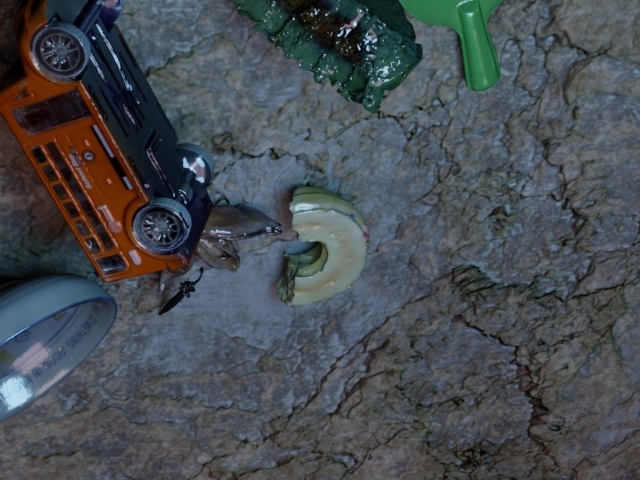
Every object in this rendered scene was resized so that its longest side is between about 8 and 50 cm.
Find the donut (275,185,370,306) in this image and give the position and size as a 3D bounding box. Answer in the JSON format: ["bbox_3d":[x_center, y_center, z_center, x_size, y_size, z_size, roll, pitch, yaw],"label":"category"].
[{"bbox_3d":[0.004,0.002,1.944,0.108,0.065,0.166,-6,128,-14],"label":"donut"}]

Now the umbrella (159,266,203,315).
[{"bbox_3d":[-0.171,0.069,1.928,0.022,0.022,0.149,21,146,-17],"label":"umbrella"}]

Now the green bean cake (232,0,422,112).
[{"bbox_3d":[-0.010,-0.247,1.661,0.208,0.193,0.107,28,121,-32],"label":"green bean cake"}]

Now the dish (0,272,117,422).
[{"bbox_3d":[-0.386,0.108,1.860,0.273,0.134,0.273,-37,165,-11],"label":"dish"}]

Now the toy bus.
[{"bbox_3d":[-0.239,-0.123,1.688,0.153,0.143,0.329,-16,119,21],"label":"toy bus"}]

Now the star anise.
[{"bbox_3d":[-0.168,-0.016,1.881,0.172,0.063,0.208,-38,135,22],"label":"star anise"}]

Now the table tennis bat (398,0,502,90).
[{"bbox_3d":[0.162,-0.280,1.792,0.160,0.039,0.257,-20,125,-3],"label":"table tennis bat"}]
